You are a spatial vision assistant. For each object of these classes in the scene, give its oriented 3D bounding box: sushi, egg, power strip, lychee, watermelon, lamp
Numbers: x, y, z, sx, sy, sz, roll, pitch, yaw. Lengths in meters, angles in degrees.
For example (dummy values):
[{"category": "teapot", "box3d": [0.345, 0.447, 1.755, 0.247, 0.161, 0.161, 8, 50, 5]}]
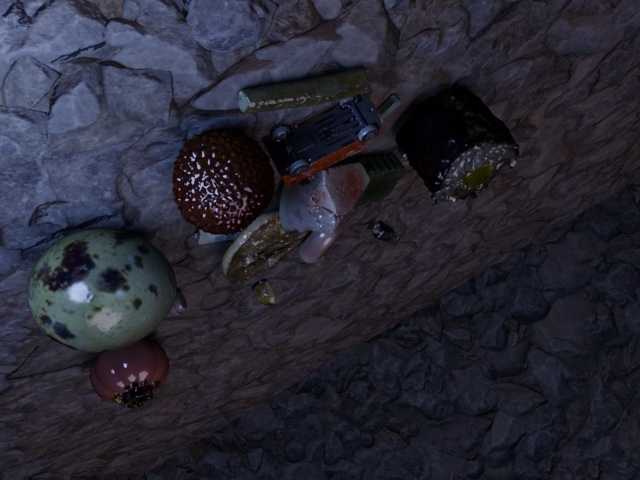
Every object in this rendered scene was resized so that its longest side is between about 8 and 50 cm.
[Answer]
[{"category": "sushi", "box3d": [0.422, -0.300, 1.975, 0.300, 0.294, 0.281, -17, 151, -19]}, {"category": "egg", "box3d": [-0.599, 0.136, 1.755, 0.345, 0.345, 0.428, -41, 165, 24]}, {"category": "power strip", "box3d": [-0.317, -0.033, 2.053, 0.192, 0.035, 0.081, -10, 150, -31]}, {"category": "lychee", "box3d": [-0.258, -0.152, 1.656, 0.276, 0.275, 0.304, -23, 128, -9]}, {"category": "watermelon", "box3d": [0.011, -0.131, 1.965, 0.310, 0.193, 0.232, -11, -172, 4]}, {"category": "lamp", "box3d": [-0.731, 0.523, 2.424, 0.306, 0.239, 0.305, -21, 152, -12]}]

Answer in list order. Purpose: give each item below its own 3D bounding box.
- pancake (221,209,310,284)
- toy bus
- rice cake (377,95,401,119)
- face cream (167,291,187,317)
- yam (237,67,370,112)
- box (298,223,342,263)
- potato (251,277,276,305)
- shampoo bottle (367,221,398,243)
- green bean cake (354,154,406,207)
[{"category": "pancake", "box3d": [-0.183, 0.009, 2.174, 0.387, 0.082, 0.387, -33, 162, -12]}, {"category": "toy bus", "box3d": [0.014, -0.288, 1.801, 0.329, 0.143, 0.153, -28, 163, -2]}, {"category": "rice cake", "box3d": [0.175, -0.373, 1.911, 0.180, 0.030, 0.042, -42, 154, 28]}, {"category": "face cream", "box3d": [-0.539, 0.233, 2.257, 0.095, 0.091, 0.091, -22, 154, 5]}, {"category": "yam", "box3d": [-0.033, -0.391, 1.640, 0.372, 0.083, 0.083, -16, 151, -20]}, {"category": "box", "box3d": [0.000, 0.000, 2.312, 0.200, 0.088, 0.146, -50, 177, 34]}, {"category": "potato", "box3d": [-0.226, 0.222, 2.515, 0.066, 0.103, 0.096, -21, 151, -19]}, {"category": "shampoo bottle", "box3d": [0.254, -0.035, 2.552, 0.063, 0.057, 0.208, -37, 152, 19]}, {"category": "green bean cake", "box3d": [0.177, -0.206, 2.137, 0.185, 0.094, 0.183, -11, 148, -31]}]
